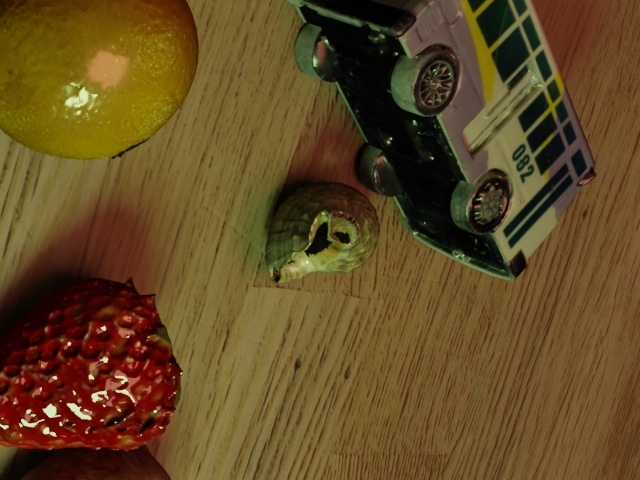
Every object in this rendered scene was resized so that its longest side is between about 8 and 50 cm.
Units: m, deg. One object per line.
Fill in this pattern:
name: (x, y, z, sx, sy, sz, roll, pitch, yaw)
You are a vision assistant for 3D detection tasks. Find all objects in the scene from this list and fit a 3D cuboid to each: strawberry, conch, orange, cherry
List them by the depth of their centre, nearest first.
orange: (-0.234, -0.186, 1.531, 0.236, 0.236, 0.236, -20, 123, -35)
strawberry: (-0.283, 0.155, 1.684, 0.244, 0.205, 0.205, -21, 124, -21)
cherry: (-0.254, 0.343, 1.783, 0.239, 0.206, 0.239, -10, 111, -27)
conch: (0.000, 0.000, 1.895, 0.130, 0.207, 0.155, 34, 91, -2)

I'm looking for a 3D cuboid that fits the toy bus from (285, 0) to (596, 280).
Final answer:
toy bus: (0.166, -0.182, 1.914, 0.249, 0.209, 0.440, -46, 132, -18)
